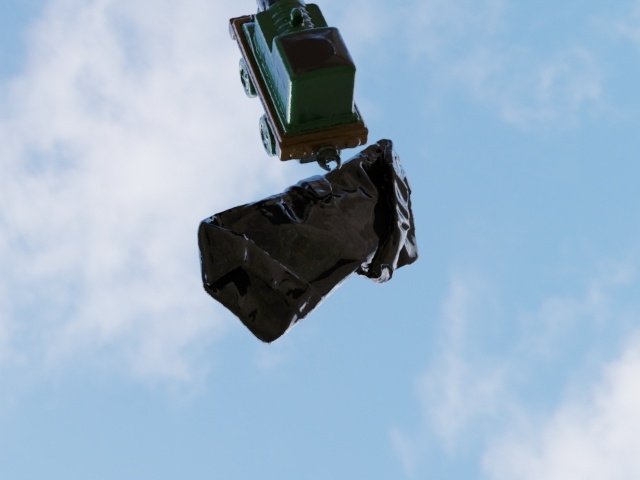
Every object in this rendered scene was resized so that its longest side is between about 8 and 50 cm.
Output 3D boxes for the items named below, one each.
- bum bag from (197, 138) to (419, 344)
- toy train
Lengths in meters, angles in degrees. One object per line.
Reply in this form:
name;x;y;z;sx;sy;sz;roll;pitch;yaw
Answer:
bum bag;0.000;0.000;1.315;0.310;0.074;0.137;-26;-87;-39
toy train;-0.021;-0.165;1.253;0.091;0.228;0.136;-11;-34;-13
